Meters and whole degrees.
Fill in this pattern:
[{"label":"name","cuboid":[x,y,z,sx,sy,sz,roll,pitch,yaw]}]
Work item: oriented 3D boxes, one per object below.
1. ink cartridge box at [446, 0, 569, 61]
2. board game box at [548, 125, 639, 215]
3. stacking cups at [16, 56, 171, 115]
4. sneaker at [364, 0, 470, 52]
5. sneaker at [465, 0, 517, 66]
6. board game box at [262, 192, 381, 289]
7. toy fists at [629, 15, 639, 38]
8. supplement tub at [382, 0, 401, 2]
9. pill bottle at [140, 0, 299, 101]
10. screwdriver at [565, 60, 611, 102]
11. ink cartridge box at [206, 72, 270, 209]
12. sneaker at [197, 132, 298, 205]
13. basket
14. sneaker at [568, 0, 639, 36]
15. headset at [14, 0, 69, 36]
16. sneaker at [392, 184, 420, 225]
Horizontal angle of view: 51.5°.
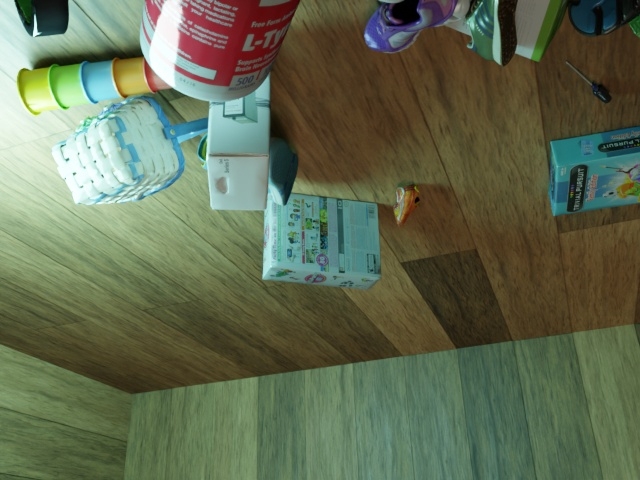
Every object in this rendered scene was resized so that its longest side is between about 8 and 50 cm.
[{"label":"ink cartridge box","cuboid":[0.287,-0.437,1.112,0.255,0.097,0.189,27,158,16]},{"label":"board game box","cuboid":[0.749,-0.175,1.646,0.335,0.079,0.254,-9,152,13]},{"label":"stacking cups","cuboid":[-0.424,-0.318,1.295,0.316,0.096,0.096,-9,152,7]},{"label":"sneaker","cuboid":[0.136,-0.381,1.121,0.104,0.095,0.236,-23,-172,-30]},{"label":"sneaker","cuboid":[0.266,-0.371,1.061,0.086,0.064,0.192,32,155,32]},{"label":"board game box","cuboid":[0.003,0.001,1.787,0.303,0.224,0.097,7,154,-16]},{"label":"toy fists","cuboid":[0.702,-0.393,1.207,0.279,0.096,0.142,15,147,-26]},{"label":"supplement tub","cuboid":[0.144,-0.479,0.898,0.191,0.191,0.272,15,148,-29]},{"label":"pill bottle","cuboid":[-0.128,-0.411,0.970,0.228,0.229,0.408,8,151,-18]},{"label":"screwdriver","cuboid":[0.564,-0.334,1.392,0.169,0.024,0.025,26,171,-39]},{"label":"ink cartridge box","cuboid":[-0.155,-0.220,1.290,0.114,0.273,0.198,1,153,-5]},{"label":"sneaker","cuboid":[-0.170,-0.182,1.558,0.208,0.127,0.319,15,168,9]},{"label":"basket","cuboid":[-0.386,-0.194,1.403,0.254,0.201,0.289,-19,-176,27]},{"label":"sneaker","cuboid":[0.552,-0.468,1.058,0.340,0.125,0.139,-36,177,33]},{"label":"headset","cuboid":[-0.372,-0.471,0.877,0.185,0.243,0.394,-17,141,-25]},{"label":"sneaker","cuboid":[0.235,-0.089,1.802,0.067,0.064,0.175,-9,156,-7]}]
